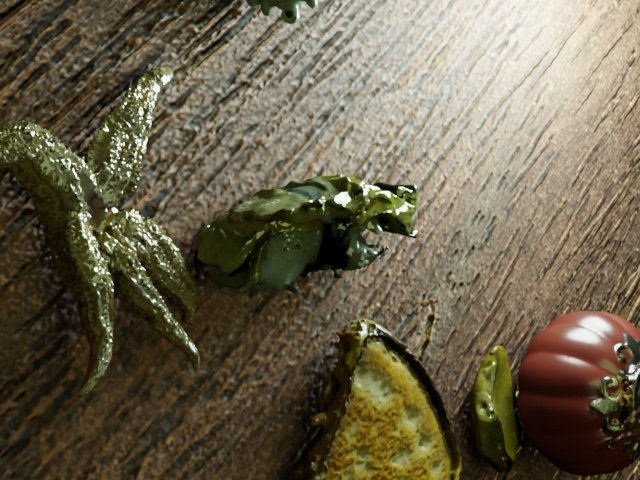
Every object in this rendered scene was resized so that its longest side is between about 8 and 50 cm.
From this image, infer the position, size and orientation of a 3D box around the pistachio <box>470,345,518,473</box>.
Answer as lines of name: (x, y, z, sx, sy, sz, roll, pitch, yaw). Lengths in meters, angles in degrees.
pistachio: (0.227, 0.228, 1.417, 0.089, 0.049, 0.173, -4, 88, -64)

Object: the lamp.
lamp: (0.373, 0.207, 1.434, 0.227, 0.227, 0.227, 2, 87, -39)

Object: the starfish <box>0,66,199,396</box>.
starfish: (-0.201, -0.001, 1.055, 0.301, 0.084, 0.293, -36, 105, -52)

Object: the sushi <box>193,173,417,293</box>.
sushi: (-0.001, -0.007, 1.189, 0.291, 0.139, 0.131, -10, 103, -40)

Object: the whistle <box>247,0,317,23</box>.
whistle: (-0.049, -0.366, 1.188, 0.092, 0.110, 0.244, -21, 103, -70)

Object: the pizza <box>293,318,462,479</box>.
pizza: (0.071, 0.268, 1.273, 0.251, 0.074, 0.288, 36, 67, -32)
